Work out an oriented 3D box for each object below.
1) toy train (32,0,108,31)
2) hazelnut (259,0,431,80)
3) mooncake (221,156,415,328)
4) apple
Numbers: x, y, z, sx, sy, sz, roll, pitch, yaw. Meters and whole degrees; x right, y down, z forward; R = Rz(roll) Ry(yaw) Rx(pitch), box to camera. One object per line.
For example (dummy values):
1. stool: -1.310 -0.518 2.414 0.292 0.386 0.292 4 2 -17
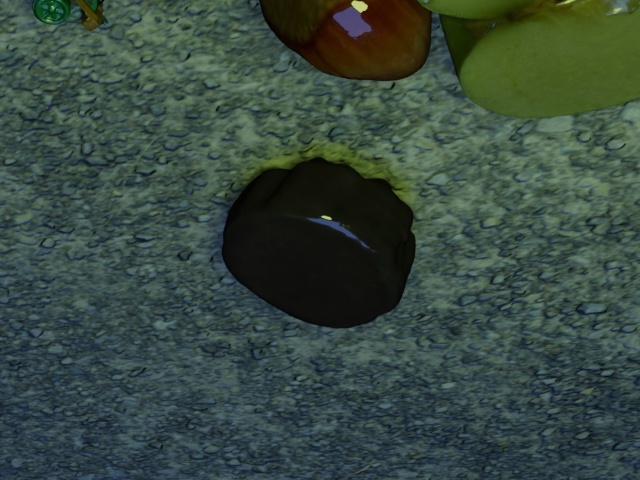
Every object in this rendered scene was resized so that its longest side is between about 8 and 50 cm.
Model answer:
1. toy train: -0.307 -0.348 1.366 0.136 0.091 0.228 -25 131 18
2. hazelnut: 0.040 -0.283 1.344 0.210 0.210 0.186 2 109 4
3. mooncake: 0.000 0.000 1.690 0.283 0.141 0.283 11 141 9
4. apple: 0.288 -0.290 1.216 0.360 0.320 0.312 -17 96 17
